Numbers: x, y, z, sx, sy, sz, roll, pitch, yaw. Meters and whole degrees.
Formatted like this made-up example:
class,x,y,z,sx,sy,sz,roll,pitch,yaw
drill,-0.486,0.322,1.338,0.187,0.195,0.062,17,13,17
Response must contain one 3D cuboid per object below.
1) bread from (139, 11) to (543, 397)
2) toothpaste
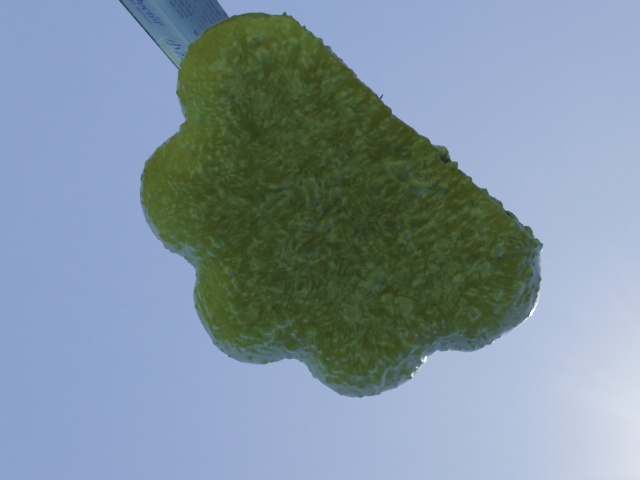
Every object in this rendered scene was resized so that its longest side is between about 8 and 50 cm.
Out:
class,x,y,z,sx,sy,sz,roll,pitch,yaw
bread,0.000,0.000,0.607,0.286,0.056,0.207,37,-79,-6
toothpaste,-0.165,-0.276,1.248,0.071,0.313,0.089,14,-108,29
